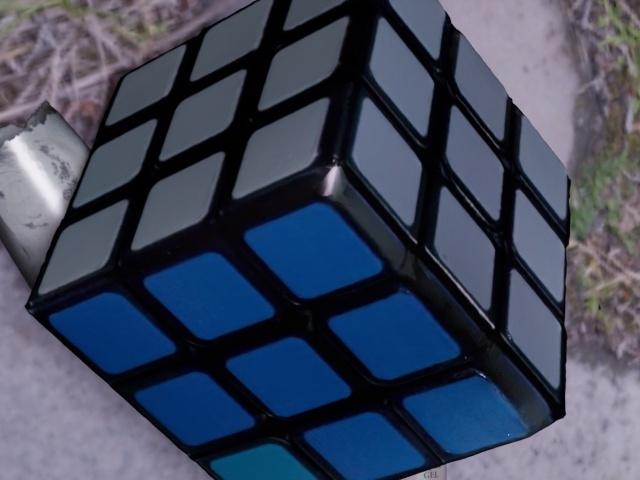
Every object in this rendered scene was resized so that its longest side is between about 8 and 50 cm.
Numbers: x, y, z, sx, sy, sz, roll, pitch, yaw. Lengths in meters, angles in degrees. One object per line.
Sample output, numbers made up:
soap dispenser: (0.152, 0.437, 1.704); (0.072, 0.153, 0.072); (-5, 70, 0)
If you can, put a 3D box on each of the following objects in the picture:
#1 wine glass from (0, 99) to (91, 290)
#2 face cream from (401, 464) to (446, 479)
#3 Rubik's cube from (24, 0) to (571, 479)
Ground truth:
wine glass: (-0.081, 0.051, 0.708); (0.074, 0.074, 0.262); (-36, 106, -19)
face cream: (0.053, 0.101, 0.800); (0.038, 0.020, 0.115); (-1, 91, -24)
Rubik's cube: (0.000, 0.000, 0.647); (0.160, 0.162, 0.163); (48, 34, -29)
